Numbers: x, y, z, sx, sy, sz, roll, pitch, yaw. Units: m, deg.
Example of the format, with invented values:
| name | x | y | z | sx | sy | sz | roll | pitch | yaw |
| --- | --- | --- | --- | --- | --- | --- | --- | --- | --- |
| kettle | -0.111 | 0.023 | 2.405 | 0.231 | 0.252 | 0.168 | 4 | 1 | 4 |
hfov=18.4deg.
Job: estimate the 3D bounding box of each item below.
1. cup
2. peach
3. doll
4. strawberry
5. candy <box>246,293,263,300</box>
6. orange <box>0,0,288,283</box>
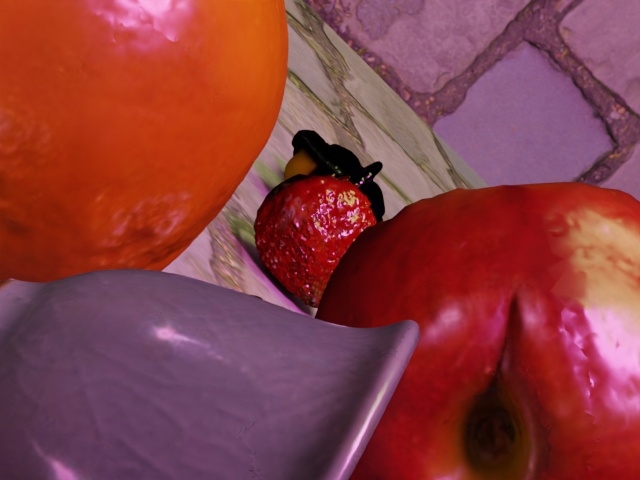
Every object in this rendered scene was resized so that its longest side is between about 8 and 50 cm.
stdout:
| name | x | y | z | sx | sy | sz | roll | pitch | yaw |
| --- | --- | --- | --- | --- | --- | --- | --- | --- | --- |
| cup | -0.073 | 0.084 | 0.748 | 0.150 | 0.199 | 0.199 | 29 | 10 | 3 |
| peach | 0.135 | 0.093 | 1.190 | 0.281 | 0.281 | 0.338 | 49 | 19 | 7 |
| doll | 0.018 | -0.040 | 1.772 | 0.127 | 0.088 | 0.248 | 25 | 4 | -6 |
| strawberry | -0.001 | 0.000 | 1.500 | 0.106 | 0.106 | 0.106 | 45 | 11 | -11 |
| candy | -0.074 | 0.056 | 1.168 | 0.056 | 0.049 | 0.185 | 18 | 5 | 27 |
| orange | -0.143 | -0.097 | 0.903 | 0.261 | 0.261 | 0.261 | 45 | 11 | -11 |
